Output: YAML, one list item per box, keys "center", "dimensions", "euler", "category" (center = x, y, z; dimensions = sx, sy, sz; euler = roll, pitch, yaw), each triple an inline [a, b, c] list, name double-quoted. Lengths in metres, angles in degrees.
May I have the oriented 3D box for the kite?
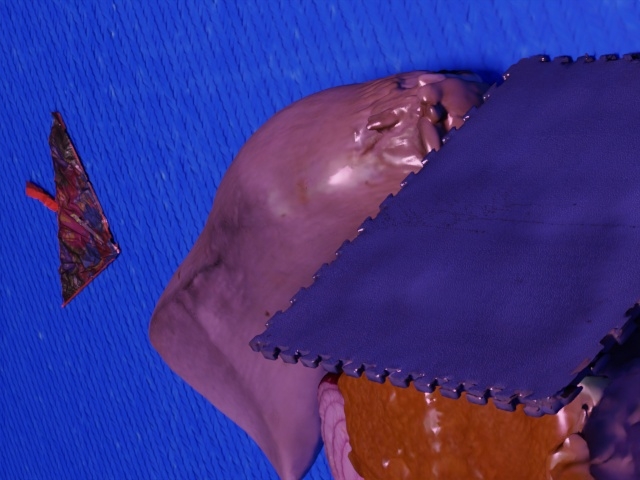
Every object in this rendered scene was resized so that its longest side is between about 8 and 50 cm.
- center: [-0.247, -0.016, 1.708]
  dimensions: [0.189, 0.009, 0.232]
  euler: [34, 133, 46]
  category: "kite"

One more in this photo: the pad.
- center: [0.113, -0.018, 0.912]
  dimensions: [0.012, 0.269, 0.269]
  euler: [54, 157, -23]
  category: "pad"

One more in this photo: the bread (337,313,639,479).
- center: [0.164, 0.160, 0.940]
  dimensions: [0.250, 0.225, 0.279]
  euler: [5, 108, 59]
  category: "bread"

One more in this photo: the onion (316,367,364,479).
- center: [0.083, 0.134, 1.109]
  dimensions: [0.218, 0.139, 0.195]
  euler: [90, 167, -48]
  category: "onion"

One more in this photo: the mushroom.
- center: [0.000, 0.000, 1.218]
  dimensions: [0.177, 0.126, 0.397]
  euler: [48, 143, 18]
  category: "mushroom"
